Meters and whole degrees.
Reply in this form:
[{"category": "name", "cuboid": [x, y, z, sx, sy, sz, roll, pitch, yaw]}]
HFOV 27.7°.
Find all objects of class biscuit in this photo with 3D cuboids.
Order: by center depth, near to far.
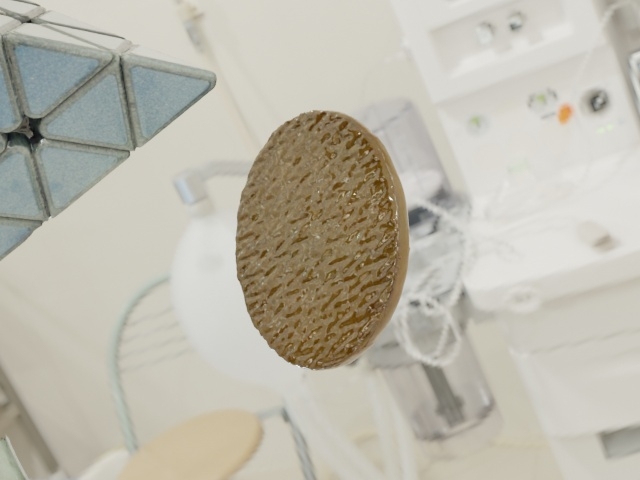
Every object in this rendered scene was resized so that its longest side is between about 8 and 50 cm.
[{"category": "biscuit", "cuboid": [0.000, 0.000, 1.276, 0.037, 0.262, 0.262, -1, 1, -39]}]

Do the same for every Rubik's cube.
[{"category": "Rubik's cube", "cuboid": [-0.283, -0.134, 1.170, 0.233, 0.229, 0.228, -21, 23, 52]}]

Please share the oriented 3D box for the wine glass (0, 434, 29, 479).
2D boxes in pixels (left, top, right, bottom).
[{"category": "wine glass", "cuboid": [-0.202, 0.246, 0.876, 0.103, 0.222, 0.103, -25, -3, -1]}]
